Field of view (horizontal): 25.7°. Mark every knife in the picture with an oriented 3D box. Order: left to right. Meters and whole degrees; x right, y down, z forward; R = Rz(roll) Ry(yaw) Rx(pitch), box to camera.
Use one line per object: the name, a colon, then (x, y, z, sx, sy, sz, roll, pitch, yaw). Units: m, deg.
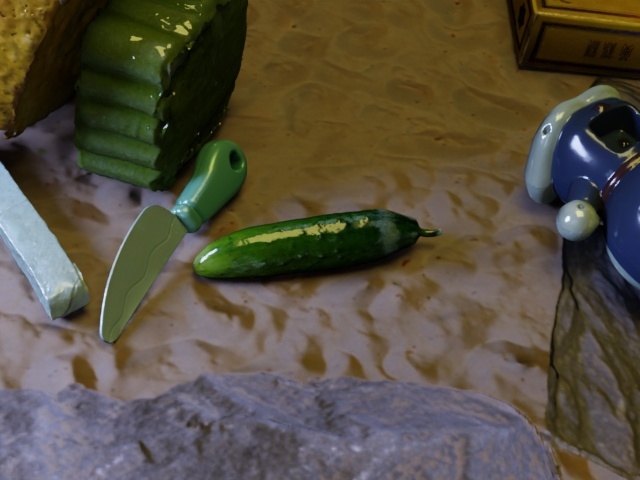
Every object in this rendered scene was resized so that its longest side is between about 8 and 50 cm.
knife: (-0.145, -0.010, 1.327, 0.035, 0.063, 0.260, -5, 37, 38)

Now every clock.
clock: (0.320, -0.040, 1.384, 0.200, 0.146, 0.243, -21, 48, -31)

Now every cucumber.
cucumber: (0.000, 0.000, 1.346, 0.250, 0.056, 0.056, -9, 51, -17)

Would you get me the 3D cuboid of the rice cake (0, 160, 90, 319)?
rice cake: (-0.289, -0.020, 1.320, 0.045, 0.042, 0.245, -29, 57, -17)

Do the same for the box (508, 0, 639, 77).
box: (0.321, -0.325, 1.672, 0.193, 0.084, 0.301, 5, 48, -6)

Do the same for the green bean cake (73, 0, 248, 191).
green bean cake: (-0.154, -0.171, 1.374, 0.113, 0.200, 0.214, 22, 50, 9)

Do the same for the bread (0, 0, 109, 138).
bread: (-0.286, -0.291, 1.346, 0.215, 0.398, 0.398, 30, 49, -1)
